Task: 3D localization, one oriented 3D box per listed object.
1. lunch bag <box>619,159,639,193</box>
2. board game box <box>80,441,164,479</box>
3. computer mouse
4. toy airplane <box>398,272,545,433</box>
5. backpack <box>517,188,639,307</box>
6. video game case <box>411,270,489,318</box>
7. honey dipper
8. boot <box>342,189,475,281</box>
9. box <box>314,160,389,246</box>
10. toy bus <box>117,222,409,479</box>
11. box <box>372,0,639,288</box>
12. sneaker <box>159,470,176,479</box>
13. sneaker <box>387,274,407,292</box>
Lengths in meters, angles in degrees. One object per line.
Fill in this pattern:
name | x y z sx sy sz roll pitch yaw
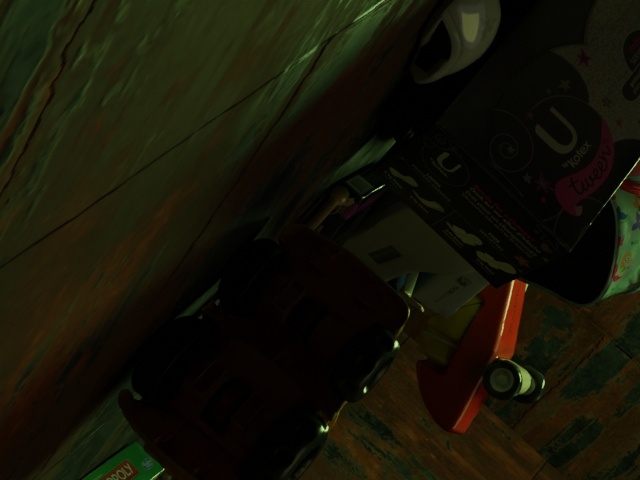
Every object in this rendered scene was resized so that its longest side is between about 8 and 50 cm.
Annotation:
lunch bag | 0.416 -0.181 2.139 0.293 0.258 0.120 -35 160 -56
board game box | -0.295 0.345 1.554 0.317 0.046 0.213 -50 172 23
computer mouse | 0.103 -0.146 1.261 0.106 0.042 0.193 -45 173 -16
toy airplane | 0.222 0.050 2.478 0.384 0.272 0.386 -56 144 -43
backpack | 0.356 -0.033 2.221 0.191 0.253 0.225 -10 117 -31
video game case | 0.225 -0.071 1.920 0.244 0.061 0.269 -45 -162 47
honey dipper | -0.028 0.009 1.398 0.160 0.030 0.030 -49 174 -25
boot | 0.106 -0.033 1.579 0.258 0.095 0.123 -13 -144 54
box | 0.000 0.000 1.514 0.162 0.029 0.116 -52 173 21
toy bus | -0.042 0.127 1.321 0.220 0.149 0.211 -47 163 -19
box | 0.197 -0.108 1.412 0.247 0.163 0.142 -49 -175 -24
sneaker | -0.095 0.219 1.865 0.252 0.103 0.111 -51 174 24
sneaker | 0.092 -0.003 1.997 0.209 0.069 0.082 113 -6 -55
